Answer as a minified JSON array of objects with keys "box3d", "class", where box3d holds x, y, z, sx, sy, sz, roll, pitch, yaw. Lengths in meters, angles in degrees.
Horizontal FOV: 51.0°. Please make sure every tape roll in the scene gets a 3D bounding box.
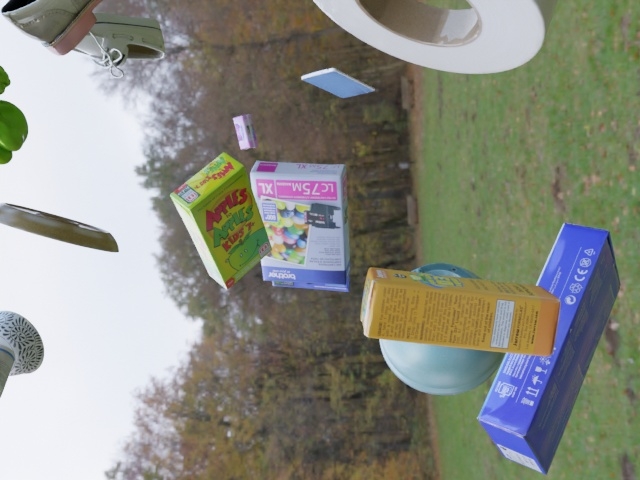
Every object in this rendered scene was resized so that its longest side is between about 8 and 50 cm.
[{"box3d":[0.153,-0.376,1.003,0.392,0.392,0.072,53,-122,-78],"class":"tape roll"}]

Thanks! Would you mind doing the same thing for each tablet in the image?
[{"box3d":[0.023,-0.192,0.821,0.083,0.054,0.006,10,-100,-49],"class":"tablet"}]

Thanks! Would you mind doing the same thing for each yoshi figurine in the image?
[{"box3d":[-0.712,-0.281,1.295,0.203,0.362,0.203,-44,3,41],"class":"yoshi figurine"}]

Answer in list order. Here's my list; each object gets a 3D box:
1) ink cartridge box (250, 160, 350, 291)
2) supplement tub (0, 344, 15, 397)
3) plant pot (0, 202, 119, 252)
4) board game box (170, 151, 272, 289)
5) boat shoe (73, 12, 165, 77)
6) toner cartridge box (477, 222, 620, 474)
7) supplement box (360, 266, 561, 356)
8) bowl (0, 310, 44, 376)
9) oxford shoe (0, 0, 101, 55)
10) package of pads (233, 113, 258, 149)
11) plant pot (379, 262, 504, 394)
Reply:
[{"box3d":[-0.036,-0.011,1.389,0.065,0.185,0.311,-72,-19,-54],"class":"ink cartridge box"},{"box3d":[-0.660,0.267,1.340,0.107,0.071,0.071,-93,-4,-48],"class":"supplement tub"},{"box3d":[-0.473,-0.026,1.195,0.236,0.236,0.032,23,-97,-82],"class":"plant pot"},{"box3d":[-0.129,-0.022,0.909,0.092,0.043,0.181,-42,-32,-20],"class":"board game box"},{"box3d":[-0.599,-0.550,1.929,0.367,0.135,0.157,-18,-92,-52],"class":"boat shoe"},{"box3d":[0.361,0.162,1.028,0.348,0.075,0.165,-59,-40,-21],"class":"toner cartridge box"},{"box3d":[0.170,0.088,0.839,0.078,0.233,0.080,-97,12,-80],"class":"supplement box"},{"box3d":[-0.746,0.258,1.575,0.080,0.170,0.170,-50,-42,-65],"class":"bowl"},{"box3d":[-0.452,-0.544,1.272,0.146,0.397,0.140,25,-165,-51],"class":"oxford shoe"},{"box3d":[-0.183,-0.266,1.647,0.050,0.032,0.083,0,107,53],"class":"package of pads"},{"box3d":[0.263,0.168,1.471,0.196,0.293,0.293,68,-160,-58],"class":"plant pot"}]
